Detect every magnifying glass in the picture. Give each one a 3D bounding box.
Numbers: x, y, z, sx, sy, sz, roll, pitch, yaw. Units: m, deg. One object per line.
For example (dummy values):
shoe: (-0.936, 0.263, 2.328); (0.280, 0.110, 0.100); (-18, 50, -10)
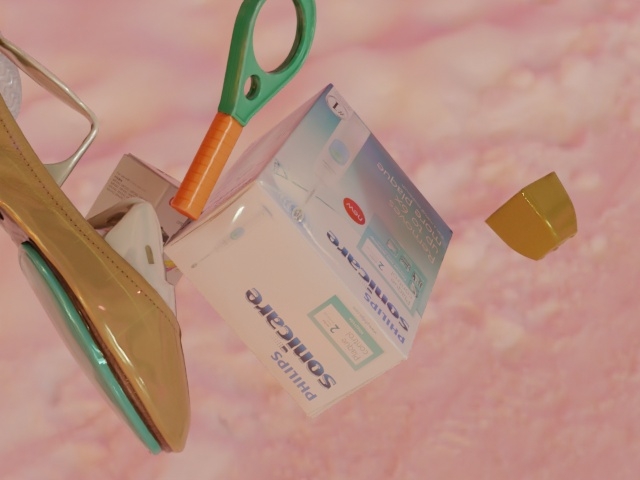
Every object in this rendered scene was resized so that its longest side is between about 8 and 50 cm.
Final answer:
magnifying glass: (-0.066, -0.125, 1.133); (0.026, 0.092, 0.231); (20, 77, 34)

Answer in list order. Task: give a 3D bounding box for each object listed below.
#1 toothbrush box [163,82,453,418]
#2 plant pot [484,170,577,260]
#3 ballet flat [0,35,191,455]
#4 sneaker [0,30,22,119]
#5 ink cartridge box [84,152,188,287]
toothbrush box: (0.000, 0.000, 1.298); (0.126, 0.216, 0.295); (-35, 10, 26)
plant pot: (0.276, -0.024, 1.666); (0.081, 0.081, 0.083); (-26, 78, -45)
ballet flat: (-0.112, -0.016, 0.562); (0.073, 0.080, 0.232); (-38, 93, -16)
sneaker: (-0.388, -0.256, 1.117); (0.137, 0.366, 0.210); (-31, 32, -4)
ink cartridge box: (-0.200, 0.010, 1.401); (0.072, 0.127, 0.175); (32, 91, 25)
